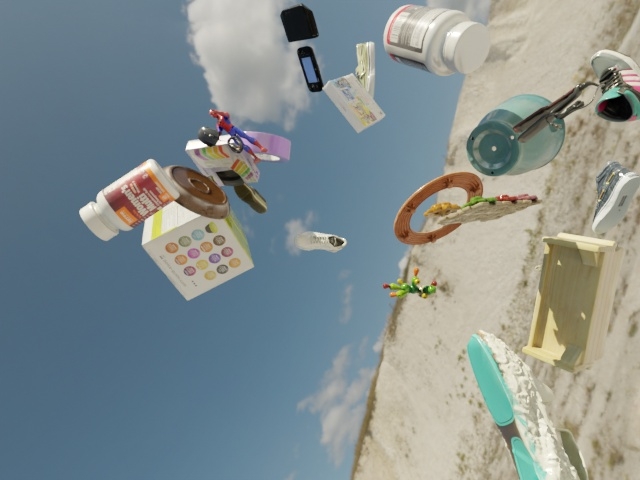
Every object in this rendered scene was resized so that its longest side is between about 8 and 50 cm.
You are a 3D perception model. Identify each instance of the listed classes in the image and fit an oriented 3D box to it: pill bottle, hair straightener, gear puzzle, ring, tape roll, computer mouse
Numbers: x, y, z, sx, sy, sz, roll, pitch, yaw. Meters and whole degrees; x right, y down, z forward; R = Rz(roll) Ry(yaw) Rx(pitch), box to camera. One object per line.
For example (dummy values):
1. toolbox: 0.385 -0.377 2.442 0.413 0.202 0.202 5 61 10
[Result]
1. pill bottle: -0.491 -0.102 1.073 0.221 0.121 0.121 -36 -36 -7
2. hair straightener: 0.630 -0.329 1.096 0.047 0.230 0.089 18 -126 -37
3. gear puzzle: 0.398 -0.086 1.077 0.338 0.175 0.044 -5 -102 -29
4. ring: 0.406 -0.093 1.408 0.336 0.032 0.337 -16 -36 -12
5. pill bottle: 0.347 -0.602 1.255 0.176 0.318 0.176 -16 -53 -21
6. tape roll: -0.282 -0.444 1.991 0.275 0.274 0.090 6 -88 -62
7. computer mouse: -0.388 -0.384 1.581 0.041 0.242 0.071 16 -84 -61

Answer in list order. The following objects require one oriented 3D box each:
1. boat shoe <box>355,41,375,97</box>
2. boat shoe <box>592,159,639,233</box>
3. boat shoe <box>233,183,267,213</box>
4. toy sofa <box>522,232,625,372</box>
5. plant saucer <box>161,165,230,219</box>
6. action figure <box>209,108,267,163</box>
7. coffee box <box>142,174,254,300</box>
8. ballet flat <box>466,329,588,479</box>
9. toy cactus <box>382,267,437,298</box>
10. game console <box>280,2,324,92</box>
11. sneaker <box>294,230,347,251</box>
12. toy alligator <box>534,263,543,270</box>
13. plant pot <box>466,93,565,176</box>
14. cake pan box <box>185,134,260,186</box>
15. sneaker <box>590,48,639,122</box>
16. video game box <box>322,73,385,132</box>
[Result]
1. boat shoe: 0.220 -0.829 2.041 0.109 0.094 0.302 66 -155 -76
2. boat shoe: 0.719 -0.107 1.035 0.083 0.065 0.183 -102 9 -47
3. boat shoe: -0.346 -0.226 2.065 0.223 0.080 0.073 47 -148 -34
4. toy sofa: 0.707 0.168 1.166 0.177 0.150 0.363 -2 -79 -35
5. plant saucer: -0.473 -0.196 1.586 0.050 0.310 0.310 -52 -22 18
6. action figure: -0.355 -0.425 1.644 0.091 0.280 0.139 -50 -8 24
7. coffee box: -0.531 -0.020 1.826 0.334 0.338 0.338 -26 -54 -1
8. ballet flat: 0.434 0.380 0.851 0.147 0.147 0.409 42 -150 -60
9. toy cactus: 0.365 0.179 1.581 0.180 0.219 0.112 18 -114 -37
10. game console: -0.061 -0.832 1.820 0.044 0.213 0.361 -33 -58 -20
11. sneaker: 0.000 0.000 1.830 0.235 0.095 0.090 3 -97 -22
12. toy alligator: 0.973 0.074 1.730 0.189 0.056 0.051 -43 -58 1
13. plant pot: 0.636 -0.336 1.406 0.255 0.271 0.272 -26 -51 -36
14. cake pan box: -0.432 -0.352 1.869 0.267 0.245 0.070 66 -153 -54
15. sneaker: 1.002 -0.518 1.425 0.178 0.296 0.124 -27 -19 -16
16. video game box: 0.127 -0.503 1.515 0.048 0.205 0.187 -37 2 40
